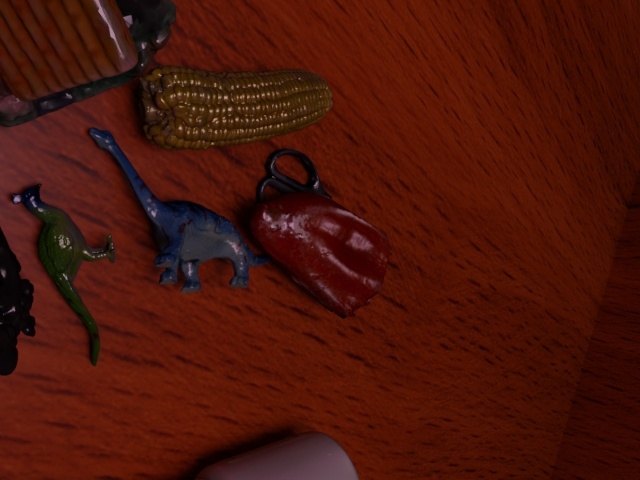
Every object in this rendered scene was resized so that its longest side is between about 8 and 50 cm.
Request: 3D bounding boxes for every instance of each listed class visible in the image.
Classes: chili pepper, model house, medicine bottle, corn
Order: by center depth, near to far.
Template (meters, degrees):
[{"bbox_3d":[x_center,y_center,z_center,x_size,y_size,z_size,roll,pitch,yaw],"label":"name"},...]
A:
[{"bbox_3d":[-0.203,-0.230,0.437,0.236,0.237,0.203,-35,119,-34],"label":"model house"},{"bbox_3d":[-0.095,-0.175,0.656,0.291,0.101,0.101,-22,113,-44],"label":"corn"},{"bbox_3d":[-0.092,0.382,0.707,0.292,0.170,0.170,-1,99,-45],"label":"medicine bottle"},{"bbox_3d":[0.000,0.000,0.746,0.144,0.136,0.252,-33,137,15],"label":"chili pepper"}]

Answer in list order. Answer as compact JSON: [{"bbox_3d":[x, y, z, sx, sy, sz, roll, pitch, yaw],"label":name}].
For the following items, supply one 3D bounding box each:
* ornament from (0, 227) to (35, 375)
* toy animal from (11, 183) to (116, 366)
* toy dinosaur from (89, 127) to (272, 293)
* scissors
[{"bbox_3d":[-0.322,0.016,0.390,0.106,0.251,0.261,-10,109,0],"label":"ornament"},{"bbox_3d":[-0.257,0.038,0.569,0.074,0.041,0.217,-22,116,-19],"label":"toy animal"},{"bbox_3d":[-0.156,0.004,0.637,0.329,0.076,0.145,36,41,-41],"label":"toy dinosaur"},{"bbox_3d":[0.018,-0.051,0.835,0.299,0.022,0.109,25,84,-45],"label":"scissors"}]
